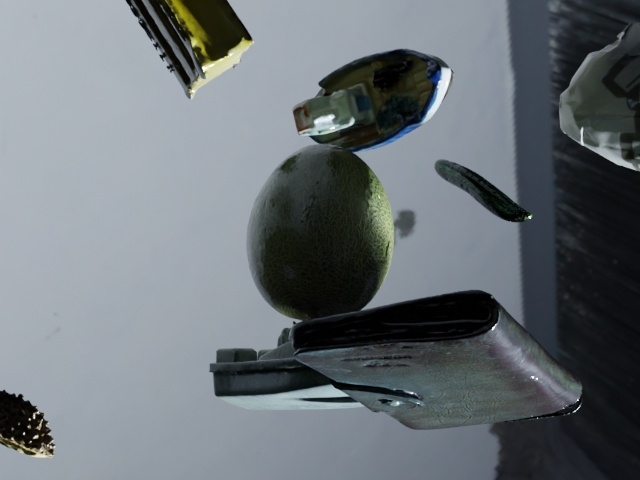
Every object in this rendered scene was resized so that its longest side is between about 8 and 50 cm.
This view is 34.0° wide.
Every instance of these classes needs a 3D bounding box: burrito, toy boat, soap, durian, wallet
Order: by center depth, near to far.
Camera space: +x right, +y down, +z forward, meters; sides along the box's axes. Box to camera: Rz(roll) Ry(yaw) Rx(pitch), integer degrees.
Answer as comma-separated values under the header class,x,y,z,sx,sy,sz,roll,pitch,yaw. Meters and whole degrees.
class,x,y,z,sx,sy,sz,roll,pitch,yaw
wallet,0.103,0.109,0.852,0.318,0.172,0.045,40,43,-60
burrito,0.428,-0.086,0.916,0.101,0.445,0.139,-26,132,-53
toy boat,0.012,0.139,1.152,0.141,0.319,0.092,7,78,-40
durian,-0.350,0.202,1.176,0.052,0.130,0.066,-59,167,-30
soap,-0.172,-0.286,1.182,0.076,0.135,0.233,-32,94,-16
toy boat,0.055,-0.172,1.307,0.115,0.262,0.114,-15,89,-51

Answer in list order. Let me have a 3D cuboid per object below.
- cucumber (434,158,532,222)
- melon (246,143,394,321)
class,x,y,z,sx,sy,sz,roll,pitch,yaw
cucumber,0.205,-0.069,1.363,0.033,0.184,0.036,-41,132,-5
melon,0.000,0.000,0.975,0.139,0.139,0.192,42,45,-47
